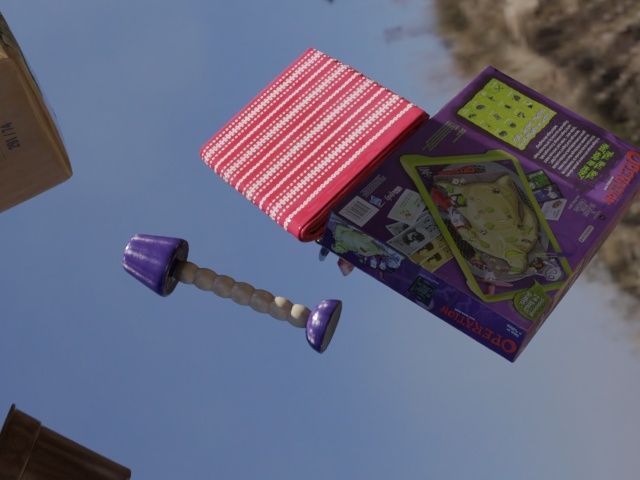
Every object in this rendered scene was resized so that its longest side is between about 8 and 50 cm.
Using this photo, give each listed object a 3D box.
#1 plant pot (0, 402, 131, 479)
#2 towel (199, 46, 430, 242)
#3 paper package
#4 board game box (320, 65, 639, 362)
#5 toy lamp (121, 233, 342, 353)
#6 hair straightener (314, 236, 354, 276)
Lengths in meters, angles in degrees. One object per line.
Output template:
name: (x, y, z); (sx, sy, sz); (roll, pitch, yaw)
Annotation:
plant pot: (-0.322, 0.299, 1.794); (0.167, 0.165, 0.167); (-157, 90, -82)
towel: (-0.010, -0.112, 1.711); (0.031, 0.199, 0.275); (52, 172, -36)
paper package: (-0.551, -0.168, 2.190); (0.168, 0.309, 0.325); (61, 174, 31)
board game box: (0.172, -0.039, 1.451); (0.347, 0.208, 0.056); (-43, -25, -47)
toy lamp: (-0.113, 0.060, 1.865); (0.080, 0.274, 0.080); (19, -90, -79)
hair straightener: (0.000, 0.000, 1.994); (0.047, 0.089, 0.230); (-58, -9, -1)
